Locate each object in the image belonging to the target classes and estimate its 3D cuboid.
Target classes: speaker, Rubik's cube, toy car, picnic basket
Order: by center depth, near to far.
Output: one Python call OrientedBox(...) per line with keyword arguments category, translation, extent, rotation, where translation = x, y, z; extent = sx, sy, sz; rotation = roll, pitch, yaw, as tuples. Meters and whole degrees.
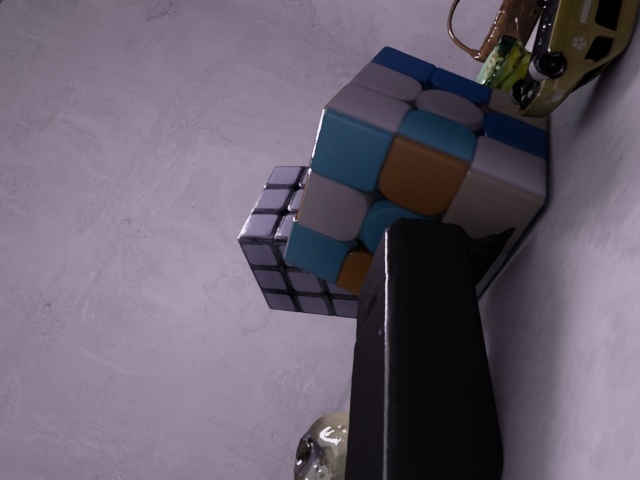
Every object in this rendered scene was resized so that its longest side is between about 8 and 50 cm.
OrientedBox(category="speaker", translation=(0.142, 0.142, 0.546), extent=(0.180, 0.184, 0.388), rotation=(105, 177, -48))
OrientedBox(category="toy car", translation=(0.356, -0.289, 0.635), extent=(0.101, 0.125, 0.256), rotation=(57, -132, -82))
OrientedBox(category="Rubik's cube", translation=(0.176, -0.101, 0.861), extent=(0.346, 0.347, 0.344), rotation=(-60, -8, -47))
OrientedBox(category="Rubik's cube", translation=(0.000, 0.000, 1.244), extent=(0.305, 0.304, 0.300), rotation=(73, -152, -42))
OrientedBox(category="picnic basket", translation=(0.653, -0.851, 1.794), extent=(0.337, 0.338, 0.292), rotation=(-29, -37, -79))

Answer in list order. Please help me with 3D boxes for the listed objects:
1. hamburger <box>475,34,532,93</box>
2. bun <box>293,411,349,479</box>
OrientedBox(category="hamburger", translation=(0.487, -0.429, 1.247), extent=(0.214, 0.125, 0.235), rotation=(-63, -6, 10))
OrientedBox(category="bun", translation=(0.025, 0.483, 0.963), extent=(0.273, 0.169, 0.272), rotation=(-157, 90, -89))
